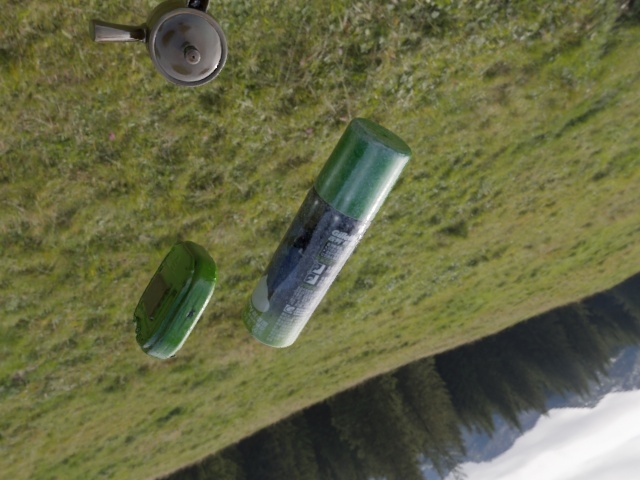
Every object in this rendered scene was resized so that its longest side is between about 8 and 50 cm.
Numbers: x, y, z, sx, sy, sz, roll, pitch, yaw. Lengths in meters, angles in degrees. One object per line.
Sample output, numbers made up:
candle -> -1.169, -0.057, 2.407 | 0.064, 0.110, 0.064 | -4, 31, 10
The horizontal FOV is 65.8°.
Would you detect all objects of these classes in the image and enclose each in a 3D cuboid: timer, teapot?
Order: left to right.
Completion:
teapot -> -0.136, -0.182, 0.420 | 0.110, 0.080, 0.085 | 0, 126, -27
timer -> -0.175, 0.066, 0.586 | 0.047, 0.140, 0.128 | 32, 90, -29

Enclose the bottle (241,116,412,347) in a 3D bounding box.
bottle -> 0.000, 0.000, 0.661 | 0.093, 0.093, 0.330 | 0, 130, -47
